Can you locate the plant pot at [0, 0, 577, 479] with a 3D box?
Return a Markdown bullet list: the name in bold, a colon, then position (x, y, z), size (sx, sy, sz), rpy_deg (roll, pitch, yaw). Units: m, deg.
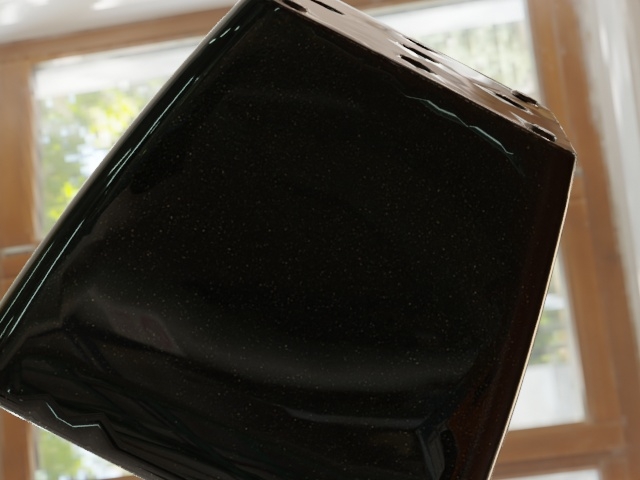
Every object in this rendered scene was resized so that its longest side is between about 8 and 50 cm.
- **plant pot**: position (0.000, 0.000, 0.569), size (0.167, 0.187, 0.188), rpy_deg (-63, 1, 14)
